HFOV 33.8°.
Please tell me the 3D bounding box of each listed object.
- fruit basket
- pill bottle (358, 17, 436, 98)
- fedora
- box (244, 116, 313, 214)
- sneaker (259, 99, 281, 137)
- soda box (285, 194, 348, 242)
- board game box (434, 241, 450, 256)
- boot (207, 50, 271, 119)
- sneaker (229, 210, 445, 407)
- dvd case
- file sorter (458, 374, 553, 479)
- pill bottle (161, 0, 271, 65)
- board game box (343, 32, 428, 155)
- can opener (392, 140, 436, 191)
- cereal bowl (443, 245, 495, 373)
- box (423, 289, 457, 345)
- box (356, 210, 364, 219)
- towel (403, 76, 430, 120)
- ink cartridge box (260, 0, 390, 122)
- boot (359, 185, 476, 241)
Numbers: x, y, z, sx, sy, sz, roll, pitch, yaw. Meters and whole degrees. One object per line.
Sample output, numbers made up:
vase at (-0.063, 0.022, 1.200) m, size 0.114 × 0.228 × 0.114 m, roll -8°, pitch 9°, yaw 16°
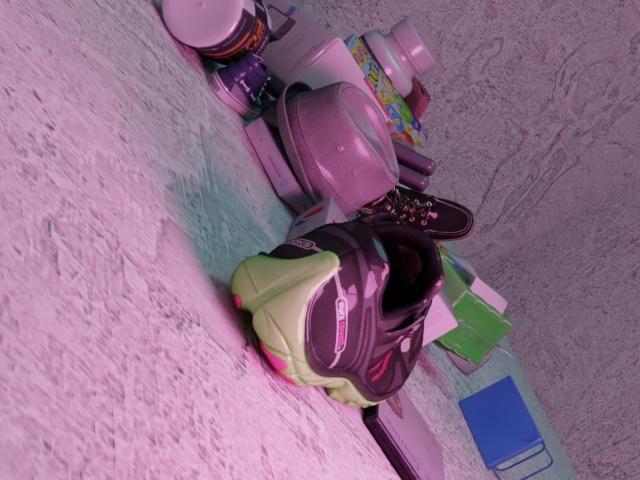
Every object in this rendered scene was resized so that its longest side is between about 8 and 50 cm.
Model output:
fruit basket at (0.201, 0.069, 2.046) m, size 0.327 × 0.165 × 0.353 m, roll 35°, pitch 13°, yaw -44°
pill bottle at (0.103, -0.376, 2.459) m, size 0.176 × 0.319 × 0.176 m, roll 55°, pitch 11°, yaw -16°
fedora at (0.044, -0.148, 1.708) m, size 0.275 × 0.124 × 0.243 m, roll 60°, pitch 24°, yaw -20°
box at (-0.045, -0.103, 1.733) m, size 0.145 × 0.038 × 0.186 m, roll 62°, pitch 9°, yaw 27°
sneaker at (-0.044, -0.187, 1.859) m, size 0.166 × 0.065 × 0.076 m, roll 46°, pitch -14°, yaw 46°
soda box at (0.000, 0.000, 1.533) m, size 0.069 × 0.074 × 0.216 m, roll 57°, pitch 10°, yaw -10°
board game box at (0.190, 0.012, 2.272) m, size 0.170 × 0.048 × 0.141 m, roll 21°, pitch -18°, yaw 40°
boot at (-0.111, -0.252, 1.716) m, size 0.069 × 0.086 × 0.190 m, roll 60°, pitch 10°, yaw 8°
sneaker at (0.067, 0.080, 1.243) m, size 0.185 × 0.202 × 0.483 m, roll 61°, pitch 10°, yaw 13°
dvd case at (0.118, 0.269, 1.451) m, size 0.180 × 0.022 × 0.253 m, roll 57°, pitch 10°, yaw -8°
file sorter at (0.369, 0.379, 2.080) m, size 0.104 × 0.118 × 0.170 m, roll 54°, pitch 10°, yaw -39°
pill bottle at (-0.153, -0.351, 1.681) m, size 0.130 × 0.130 × 0.246 m, roll 59°, pitch 10°, yaw 6°
board game box at (0.086, -0.269, 2.219) m, size 0.275 × 0.144 × 0.142 m, roll 52°, pitch 27°, yaw -16°
can opener at (0.088, -0.176, 2.064) m, size 0.280 × 0.074 × 0.093 m, roll 23°, pitch -17°, yaw 5°
cereal bowl at (0.321, 0.139, 2.507) m, size 0.339 × 0.141 × 0.339 m, roll 55°, pitch 11°, yaw -16°
box at (0.119, 0.086, 1.693) m, size 0.170 × 0.130 × 0.091 m, roll 56°, pitch 11°, yaw -18°
box at (0.087, -0.069, 2.236) m, size 0.083 × 0.052 × 0.062 m, roll 47°, pitch 13°, yaw -45°
towel at (0.169, -0.274, 2.619) m, size 0.037 × 0.329 × 0.237 m, roll 8°, pitch 36°, yaw -22°
ink cartridge box at (-0.036, -0.318, 1.959) m, size 0.306 × 0.131 × 0.226 m, roll 44°, pitch -4°, yaw 46°
boot at (0.162, -0.060, 1.982) m, size 0.236 × 0.085 × 0.178 m, roll 14°, pitch -2°, yaw 20°
